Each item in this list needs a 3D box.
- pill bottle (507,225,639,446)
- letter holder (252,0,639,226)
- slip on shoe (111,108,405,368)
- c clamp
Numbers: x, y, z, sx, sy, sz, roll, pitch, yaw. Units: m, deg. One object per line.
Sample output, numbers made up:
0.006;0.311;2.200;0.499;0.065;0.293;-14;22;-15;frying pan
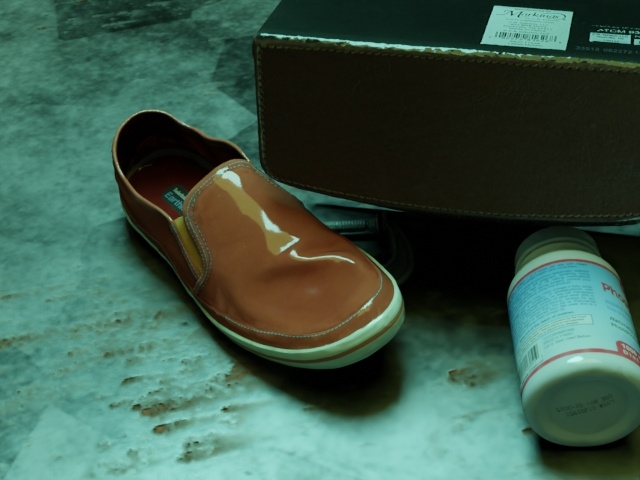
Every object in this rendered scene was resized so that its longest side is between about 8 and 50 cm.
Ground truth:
0.182;0.064;0.848;0.087;0.087;0.160;-1;40;3;pill bottle
0.116;-0.077;0.912;0.302;0.214;0.152;6;32;12;letter holder
-0.065;-0.007;0.927;0.123;0.101;0.331;-38;49;-17;slip on shoe
0.000;0.000;0.992;0.161;0.022;0.137;1;39;6;c clamp
